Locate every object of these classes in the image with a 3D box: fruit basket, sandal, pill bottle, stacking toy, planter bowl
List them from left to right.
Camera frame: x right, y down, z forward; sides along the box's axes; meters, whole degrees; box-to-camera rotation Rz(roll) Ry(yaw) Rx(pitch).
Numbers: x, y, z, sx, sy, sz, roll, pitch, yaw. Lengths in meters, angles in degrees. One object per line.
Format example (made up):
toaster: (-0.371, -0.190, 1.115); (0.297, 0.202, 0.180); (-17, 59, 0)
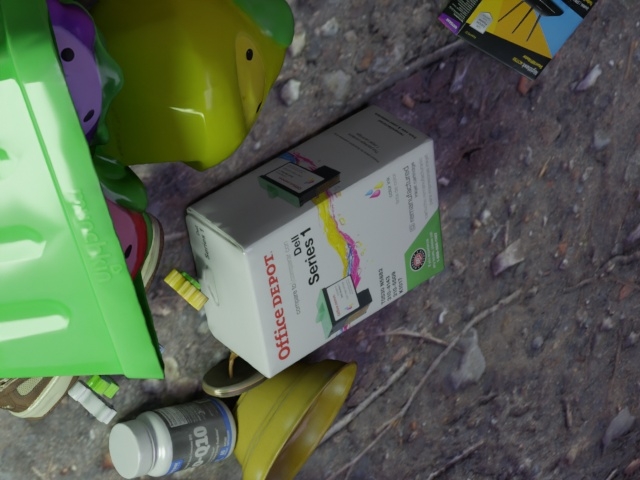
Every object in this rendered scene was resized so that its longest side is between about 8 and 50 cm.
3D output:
fruit basket: (-0.175, -0.096, 1.255); (0.392, 0.283, 0.392); (-9, 129, -11)
stacking toy: (-0.186, 0.109, 1.581); (0.167, 0.052, 0.221); (-49, -179, -4)
pill bottle: (-0.174, 0.233, 1.738); (0.137, 0.078, 0.078); (-9, 122, -40)
sandal: (-0.072, 0.129, 1.778); (0.180, 0.072, 0.049); (-31, 118, -27)
planter bowl: (-0.052, 0.215, 1.809); (0.217, 0.090, 0.217); (-53, 167, -18)

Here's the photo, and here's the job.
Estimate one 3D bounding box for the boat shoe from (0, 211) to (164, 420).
boat shoe: (-0.264, 0.070, 1.537); (0.095, 0.095, 0.257); (32, 92, -43)

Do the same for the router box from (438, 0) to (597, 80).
router box: (0.243, -0.283, 1.801); (0.179, 0.046, 0.133); (20, 113, -48)

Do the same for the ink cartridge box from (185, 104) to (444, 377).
ink cartridge box: (0.000, 0.000, 1.719); (0.278, 0.117, 0.201); (-31, 134, -25)
